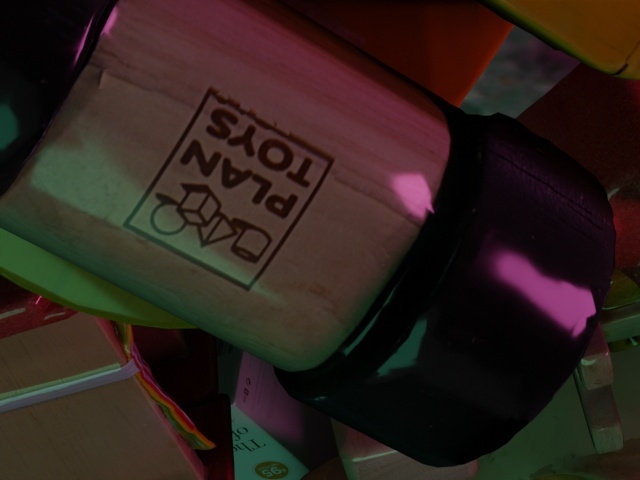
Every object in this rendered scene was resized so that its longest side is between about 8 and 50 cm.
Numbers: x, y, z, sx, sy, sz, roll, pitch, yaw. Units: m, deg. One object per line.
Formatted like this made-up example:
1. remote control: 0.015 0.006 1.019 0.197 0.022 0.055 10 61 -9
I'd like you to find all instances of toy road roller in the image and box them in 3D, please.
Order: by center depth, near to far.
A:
1. toy road roller: 0.000 -0.126 0.424 0.202 0.240 0.329 28 102 -24

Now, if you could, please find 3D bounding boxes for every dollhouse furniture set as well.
1. dollhouse furniture set: 0.000 0.000 0.631 0.374 0.152 0.201 -16 140 4

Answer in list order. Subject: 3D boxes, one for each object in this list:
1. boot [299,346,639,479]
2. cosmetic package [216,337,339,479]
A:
1. boot: 0.125 0.115 0.783 0.295 0.104 0.211 -20 160 5
2. cosmetic package: -0.114 0.114 0.845 0.239 0.060 0.099 -16 139 30
